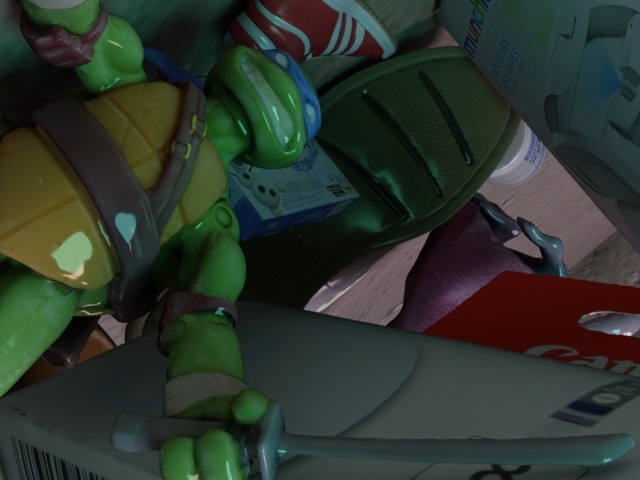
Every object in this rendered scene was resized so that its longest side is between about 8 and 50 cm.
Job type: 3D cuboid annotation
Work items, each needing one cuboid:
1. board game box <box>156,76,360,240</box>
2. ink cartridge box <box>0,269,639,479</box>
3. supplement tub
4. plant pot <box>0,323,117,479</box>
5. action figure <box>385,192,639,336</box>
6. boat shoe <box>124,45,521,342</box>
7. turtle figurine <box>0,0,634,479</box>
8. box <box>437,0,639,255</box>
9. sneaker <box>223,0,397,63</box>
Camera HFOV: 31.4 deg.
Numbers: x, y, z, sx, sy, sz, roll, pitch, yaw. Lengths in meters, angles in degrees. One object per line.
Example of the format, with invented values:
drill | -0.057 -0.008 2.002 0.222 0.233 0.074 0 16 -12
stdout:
board game box | -0.034 -0.046 0.583 0.020 0.090 0.090 -45 164 31
ink cartridge box | 0.090 0.064 0.547 0.385 0.091 0.308 -27 -158 -39
supplement tub | 0.147 -0.083 0.949 0.071 0.071 0.107 -42 166 13
plant pot | -0.137 0.138 0.630 0.032 0.236 0.236 -11 171 13
action figure | 0.093 0.131 1.124 0.370 0.275 0.248 -54 171 3
boat shoe | -0.005 -0.019 0.737 0.302 0.113 0.103 -38 -174 -10
turtle figurine | -0.090 -0.004 0.379 0.266 0.274 0.198 -30 129 -17
box | 0.189 -0.131 0.582 0.126 0.231 0.262 -35 166 -12
sneaker | -0.006 -0.102 0.576 0.067 0.042 0.118 -45 157 11
